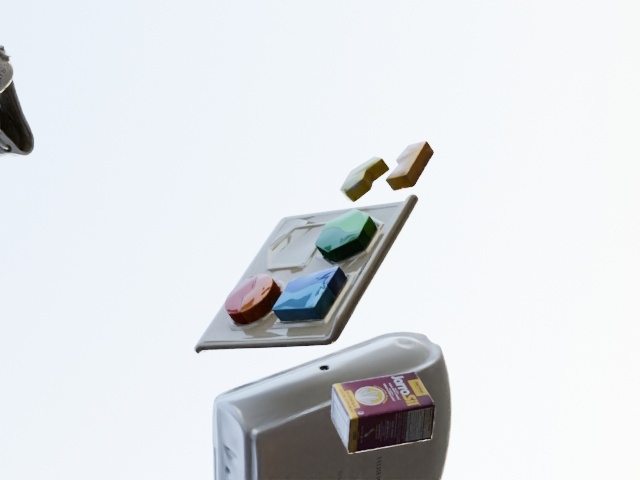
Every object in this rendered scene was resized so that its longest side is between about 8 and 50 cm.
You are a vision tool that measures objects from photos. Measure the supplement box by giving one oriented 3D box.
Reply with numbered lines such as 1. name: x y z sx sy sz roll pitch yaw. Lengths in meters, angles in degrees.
1. supplement box: 0.057 0.158 1.198 0.055 0.083 0.043 -123 30 -54

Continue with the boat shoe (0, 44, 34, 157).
1. boat shoe: -0.387 -0.196 1.462 0.277 0.096 0.098 75 -150 -53

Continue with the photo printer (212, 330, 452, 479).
1. photo printer: 0.024 0.252 1.526 0.307 0.107 0.256 -16 -58 -32

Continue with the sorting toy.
1. sorting toy: 0.000 0.000 1.434 0.041 0.229 0.307 52 -131 -25
